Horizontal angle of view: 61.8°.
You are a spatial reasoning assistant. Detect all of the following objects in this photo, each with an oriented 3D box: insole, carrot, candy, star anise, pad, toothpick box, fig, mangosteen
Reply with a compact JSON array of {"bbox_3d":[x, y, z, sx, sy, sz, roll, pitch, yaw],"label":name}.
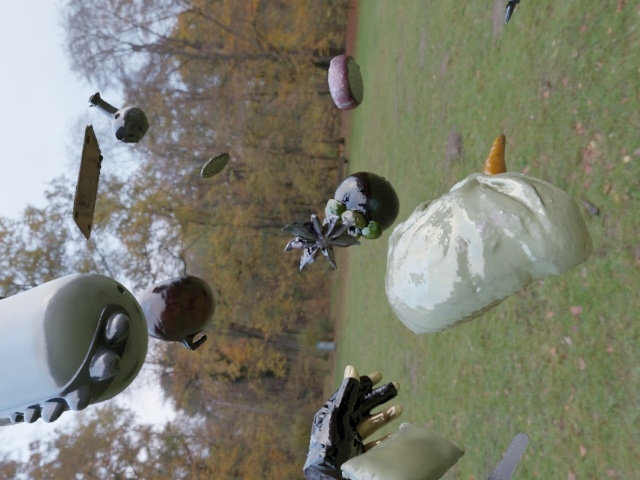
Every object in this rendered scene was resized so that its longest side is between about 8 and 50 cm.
[{"bbox_3d":[0.268,0.343,0.787,0.135,0.002,0.045,-56,12,-10],"label":"insole"},{"bbox_3d":[0.397,-0.173,1.208,0.061,0.061,0.257,94,-167,-50],"label":"carrot"},{"bbox_3d":[0.050,-0.302,1.022,0.103,0.043,0.103,-4,-90,-66],"label":"candy"},{"bbox_3d":[0.000,0.000,1.295,0.061,0.204,0.181,-117,27,-50],"label":"star anise"},{"bbox_3d":[-0.685,-0.163,1.577,0.284,0.018,0.287,141,134,-70],"label":"pad"},{"bbox_3d":[-0.418,0.178,0.845,0.229,0.316,0.229,42,-141,-46],"label":"toothpick box"},{"bbox_3d":[-0.426,0.207,1.602,0.235,0.234,0.215,94,176,-64],"label":"fig"},{"bbox_3d":[0.139,-0.109,1.727,0.243,0.242,0.243,-176,90,-90],"label":"mangosteen"}]

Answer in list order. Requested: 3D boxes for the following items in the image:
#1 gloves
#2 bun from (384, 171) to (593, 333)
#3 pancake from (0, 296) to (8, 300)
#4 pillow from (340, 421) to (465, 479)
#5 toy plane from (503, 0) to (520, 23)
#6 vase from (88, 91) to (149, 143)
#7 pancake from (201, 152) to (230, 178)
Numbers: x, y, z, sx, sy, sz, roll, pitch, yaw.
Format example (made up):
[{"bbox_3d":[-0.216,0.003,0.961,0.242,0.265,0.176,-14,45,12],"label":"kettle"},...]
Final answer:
[{"bbox_3d":[0.066,0.388,1.134,0.301,0.152,0.197,-37,-63,-37],"label":"gloves"},{"bbox_3d":[0.263,0.012,0.918,0.365,0.364,0.220,95,152,-74],"label":"bun"},{"bbox_3d":[-0.680,0.156,1.131,0.017,0.108,0.108,-44,19,22],"label":"pancake"},{"bbox_3d":[0.135,0.346,0.839,0.208,0.119,0.053,-7,-77,-52],"label":"pillow"},{"bbox_3d":[0.430,-0.557,1.177,0.061,0.130,0.189,-44,-24,-30],"label":"toy plane"},{"bbox_3d":[-0.616,-0.376,1.623,0.120,0.182,0.120,-49,17,21],"label":"vase"},{"bbox_3d":[-0.314,-0.226,1.613,0.011,0.115,0.115,51,173,8],"label":"pancake"}]
